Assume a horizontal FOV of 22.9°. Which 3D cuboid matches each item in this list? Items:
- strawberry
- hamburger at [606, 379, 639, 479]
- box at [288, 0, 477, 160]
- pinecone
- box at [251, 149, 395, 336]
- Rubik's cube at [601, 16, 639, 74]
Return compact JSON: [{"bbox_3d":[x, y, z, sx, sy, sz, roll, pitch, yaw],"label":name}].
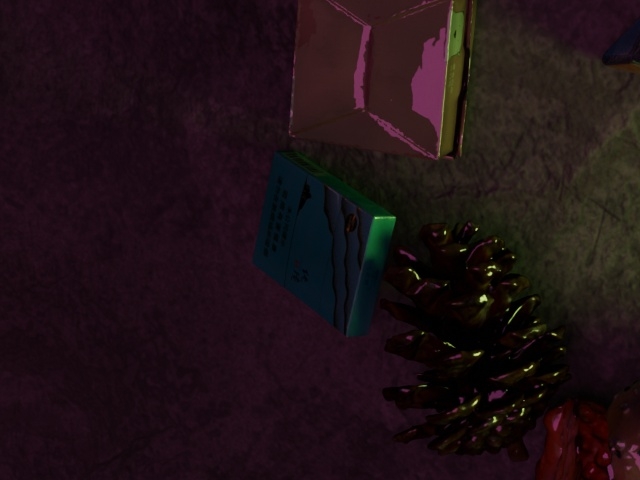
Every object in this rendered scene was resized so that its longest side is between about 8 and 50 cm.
[{"bbox_3d":[0.329,0.356,1.924,0.150,0.280,0.253,10,153,-7],"label":"strawberry"},{"bbox_3d":[0.497,0.269,1.811,0.277,0.195,0.318,-24,93,29],"label":"hamburger"},{"bbox_3d":[0.074,-0.213,1.919,0.215,0.086,0.215,11,109,20],"label":"box"},{"bbox_3d":[0.173,0.124,1.889,0.244,0.244,0.309,-25,80,27],"label":"pinecone"},{"bbox_3d":[0.000,0.000,1.972,0.226,0.042,0.160,36,122,48],"label":"box"},{"bbox_3d":[0.462,-0.231,1.715,0.228,0.228,0.233,83,164,-52],"label":"Rubik's cube"}]
